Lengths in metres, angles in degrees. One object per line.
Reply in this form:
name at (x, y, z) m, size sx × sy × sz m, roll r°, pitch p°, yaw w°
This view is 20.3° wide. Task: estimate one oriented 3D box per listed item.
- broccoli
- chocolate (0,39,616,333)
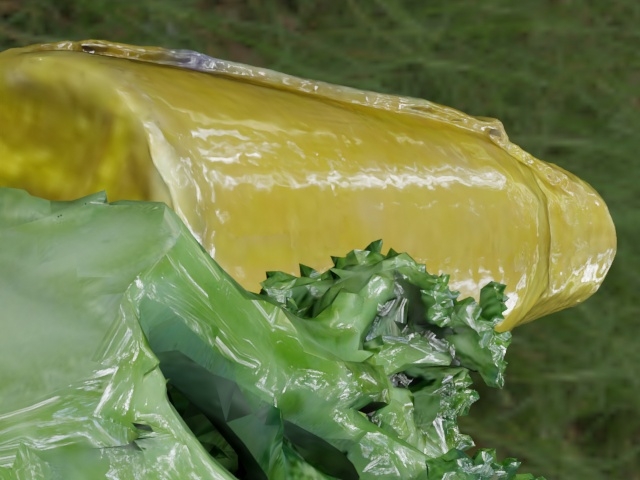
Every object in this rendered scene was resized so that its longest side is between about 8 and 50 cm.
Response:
broccoli at (-0.055, 0.108, 0.434) m, size 0.261 × 0.269 × 0.242 m, roll -81°, pitch 166°, yaw -51°
chocolate at (0.000, 0.000, 0.812) m, size 0.445 × 0.162 × 0.162 m, roll -3°, pitch 93°, yaw -58°
